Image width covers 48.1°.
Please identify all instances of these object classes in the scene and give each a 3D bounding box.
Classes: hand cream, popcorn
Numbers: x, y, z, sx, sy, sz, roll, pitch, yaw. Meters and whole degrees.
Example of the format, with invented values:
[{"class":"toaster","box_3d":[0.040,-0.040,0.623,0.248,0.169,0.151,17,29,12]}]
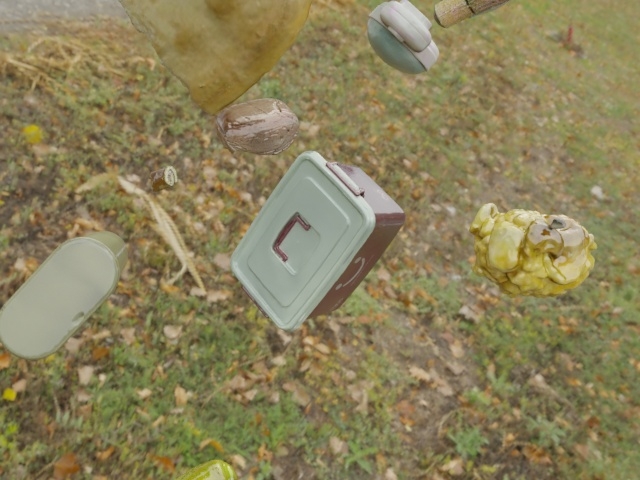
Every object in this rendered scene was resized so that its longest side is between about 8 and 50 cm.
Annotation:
[{"class":"hand cream","box_3d":[0.278,-0.413,1.182,0.084,0.203,0.084,34,44,-41]},{"class":"popcorn","box_3d":[0.305,0.020,1.059,0.163,0.140,0.194,9,5,41]}]

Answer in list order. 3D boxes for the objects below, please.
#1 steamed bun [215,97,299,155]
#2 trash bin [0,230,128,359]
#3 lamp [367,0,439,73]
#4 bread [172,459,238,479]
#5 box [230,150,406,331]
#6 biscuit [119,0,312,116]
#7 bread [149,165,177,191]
[{"class":"steamed bun","box_3d":[-0.135,-0.237,1.553,0.175,0.106,0.145,-13,31,-15]},{"class":"trash bin","box_3d":[-0.465,0.087,1.332,0.121,0.243,0.247,43,0,-11]},{"class":"lamp","box_3d":[0.173,-0.438,1.565,0.179,0.108,0.246,40,3,2]},{"class":"bread","box_3d":[-0.352,0.609,1.553,0.383,0.166,0.112,-35,63,-17]},{"class":"box","box_3d":[0.000,0.000,1.258,0.193,0.294,0.167,47,27,22]},{"class":"biscuit","box_3d":[-0.212,-0.490,1.352,0.104,0.446,0.429,-25,90,-55]},{"class":"bread","box_3d":[-0.344,-0.135,1.571,0.036,0.083,0.047,-8,89,-39]}]
